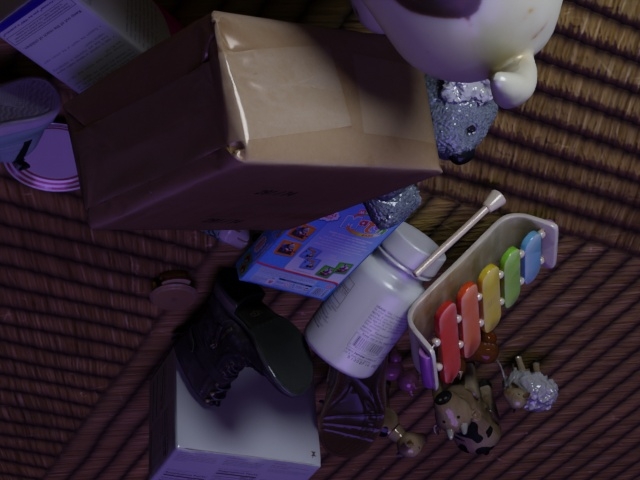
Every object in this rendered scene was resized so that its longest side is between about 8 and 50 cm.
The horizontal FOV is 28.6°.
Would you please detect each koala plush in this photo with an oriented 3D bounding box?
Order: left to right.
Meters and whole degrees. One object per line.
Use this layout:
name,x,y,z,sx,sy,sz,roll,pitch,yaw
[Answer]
koala plush,0.133,-0.159,1.643,0.221,0.203,0.196,-23,165,-3

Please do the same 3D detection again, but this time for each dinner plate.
dinner plate,-0.366,-0.118,1.733,0.141,0.017,0.141,-5,143,-4

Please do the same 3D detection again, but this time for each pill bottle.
pill bottle,0.087,0.088,1.934,0.131,0.131,0.229,24,110,-34

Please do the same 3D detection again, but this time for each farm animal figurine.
farm animal figurine,0.219,0.302,2.241,0.330,0.172,0.327,-32,136,30

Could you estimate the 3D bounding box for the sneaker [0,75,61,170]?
sneaker,-0.460,-0.127,1.577,0.256,0.094,0.151,-12,164,-26

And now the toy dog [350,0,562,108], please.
toy dog,0.064,-0.339,1.222,0.284,0.395,0.408,-16,151,26

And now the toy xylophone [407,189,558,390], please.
toy xylophone,0.235,0.069,1.906,0.322,0.081,0.236,-47,150,-15

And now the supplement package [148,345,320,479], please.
supplement package,-0.151,0.315,2.174,0.262,0.204,0.145,12,141,-23

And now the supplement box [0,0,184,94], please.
supplement box,-0.270,-0.253,1.493,0.114,0.111,0.220,-28,137,26

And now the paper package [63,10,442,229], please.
paper package,-0.077,-0.122,1.437,0.325,0.168,0.309,-2,168,-44

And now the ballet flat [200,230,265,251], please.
ballet flat,-0.091,-0.014,1.872,0.188,0.070,0.070,-2,142,-6

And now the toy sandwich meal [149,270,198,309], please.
toy sandwich meal,-0.235,0.081,2.004,0.085,0.029,0.085,-5,147,-3

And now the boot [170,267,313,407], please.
boot,-0.132,0.195,2.013,0.091,0.263,0.229,-11,145,-40

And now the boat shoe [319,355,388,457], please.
boat shoe,0.061,0.238,2.135,0.109,0.098,0.302,7,122,-1

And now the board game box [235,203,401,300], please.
board game box,0.000,0.000,1.832,0.160,0.039,0.211,16,134,-35
